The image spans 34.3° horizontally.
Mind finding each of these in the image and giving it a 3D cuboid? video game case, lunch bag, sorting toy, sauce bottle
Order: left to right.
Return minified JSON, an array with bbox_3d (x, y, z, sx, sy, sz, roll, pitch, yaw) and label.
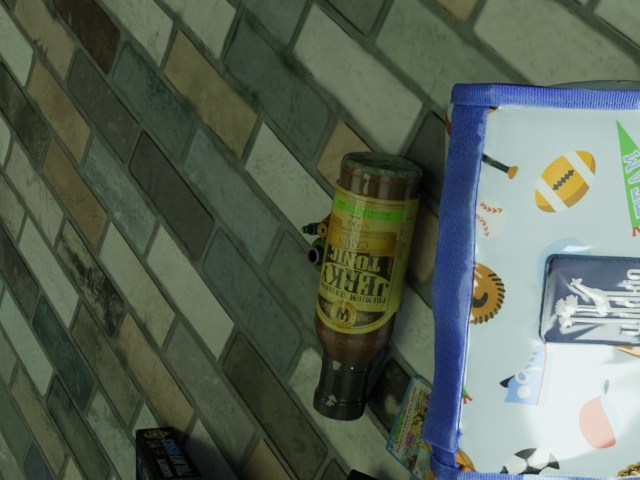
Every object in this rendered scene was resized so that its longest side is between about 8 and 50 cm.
[{"bbox_3d":[0.000,0.000,1.429,0.061,0.042,0.102,54,130,30],"label":"sorting toy"},{"bbox_3d":[0.052,0.064,1.328,0.111,0.111,0.345,24,113,45],"label":"sauce bottle"},{"bbox_3d":[0.156,0.264,1.302,0.166,0.015,0.119,39,122,39],"label":"video game case"},{"bbox_3d":[0.246,0.026,0.896,0.238,0.385,0.328,12,103,48],"label":"lunch bag"}]

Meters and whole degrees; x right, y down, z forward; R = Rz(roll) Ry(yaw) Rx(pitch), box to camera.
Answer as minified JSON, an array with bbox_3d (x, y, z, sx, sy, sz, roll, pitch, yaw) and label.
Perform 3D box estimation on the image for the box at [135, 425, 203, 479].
[{"bbox_3d":[-0.244,0.478,1.655,0.295,0.073,0.294,-161,72,-71],"label":"box"}]

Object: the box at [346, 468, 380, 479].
[{"bbox_3d":[-0.022,0.536,1.314,0.097,0.318,0.395,23,116,8],"label":"box"}]
